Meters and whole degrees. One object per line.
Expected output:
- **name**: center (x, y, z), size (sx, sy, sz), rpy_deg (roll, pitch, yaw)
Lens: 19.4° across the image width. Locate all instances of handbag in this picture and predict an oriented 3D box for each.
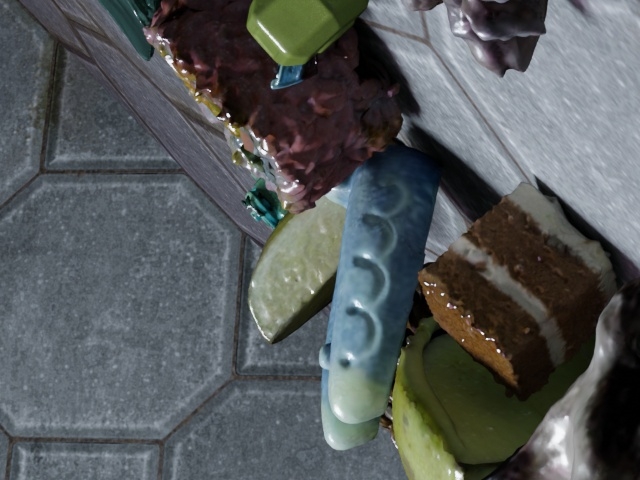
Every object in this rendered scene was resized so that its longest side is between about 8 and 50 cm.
- **handbag**: center (-0.275, -0.371, 2.516), size (0.238, 0.089, 0.326), rpy_deg (48, 174, -3)

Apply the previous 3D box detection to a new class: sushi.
- **sushi**: center (-0.049, -0.171, 1.933), size (0.270, 0.171, 0.236), rpy_deg (47, 174, 22)

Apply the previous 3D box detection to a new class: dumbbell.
- **dumbbell**: center (-0.084, -0.296, 1.700), size (0.302, 0.108, 0.121), rpy_deg (48, 173, -2)

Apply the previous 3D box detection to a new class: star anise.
- **star anise**: center (0.082, -0.208, 1.254), size (0.229, 0.093, 0.236), rpy_deg (48, 175, -7)

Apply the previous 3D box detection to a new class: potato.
- **potato**: center (0.200, 0.211, 1.888), size (0.280, 0.330, 0.212), rpy_deg (-122, 40, -48)
- **potato**: center (0.000, 0.000, 2.193), size (0.112, 0.255, 0.269), rpy_deg (45, 172, 11)

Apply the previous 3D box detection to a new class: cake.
- **cake**: center (0.190, 0.046, 1.752), size (0.135, 0.147, 0.134), rpy_deg (43, 169, 26)

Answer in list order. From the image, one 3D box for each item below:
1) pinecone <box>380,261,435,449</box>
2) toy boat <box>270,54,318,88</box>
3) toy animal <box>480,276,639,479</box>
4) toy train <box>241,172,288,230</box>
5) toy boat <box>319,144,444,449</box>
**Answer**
- **pinecone**: center (0.157, 0.129, 2.154), size (0.224, 0.224, 0.272), rpy_deg (46, 148, 16)
- **toy boat**: center (-0.032, -0.210, 1.793), size (0.060, 0.061, 0.137), rpy_deg (86, -177, -78)
- **toy animal**: center (0.334, 0.212, 1.581), size (0.344, 0.302, 0.194), rpy_deg (25, -178, -10)
- **toy train**: center (-0.022, -0.033, 2.744), size (0.203, 0.112, 0.163), rpy_deg (47, 179, 11)
- **toy boat**: center (0.040, 0.048, 1.973), size (0.123, 0.330, 0.215), rpy_deg (13, 163, 3)
